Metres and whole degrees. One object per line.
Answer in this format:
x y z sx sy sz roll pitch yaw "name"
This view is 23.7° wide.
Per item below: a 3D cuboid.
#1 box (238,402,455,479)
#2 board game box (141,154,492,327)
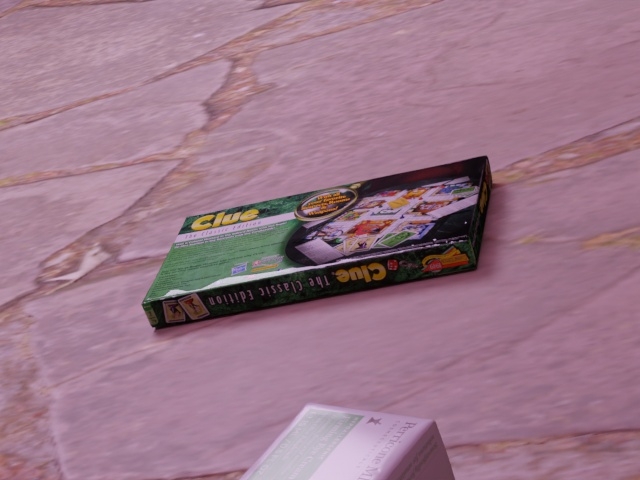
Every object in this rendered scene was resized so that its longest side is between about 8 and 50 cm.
0.013 0.154 0.780 0.087 0.102 0.101 4 34 37 "box"
0.000 0.000 1.173 0.259 0.030 0.136 -11 30 19 "board game box"
